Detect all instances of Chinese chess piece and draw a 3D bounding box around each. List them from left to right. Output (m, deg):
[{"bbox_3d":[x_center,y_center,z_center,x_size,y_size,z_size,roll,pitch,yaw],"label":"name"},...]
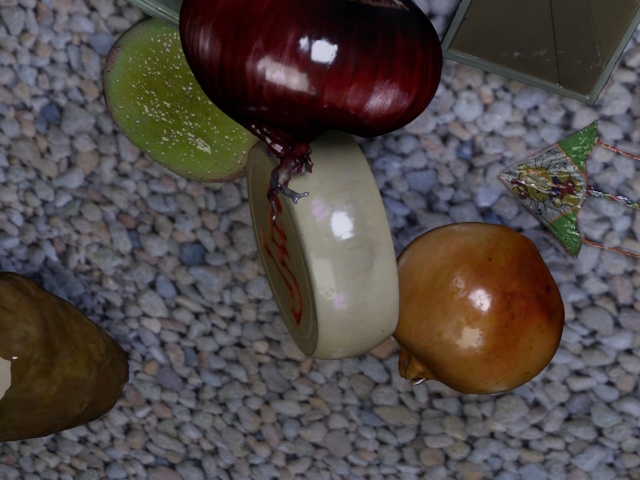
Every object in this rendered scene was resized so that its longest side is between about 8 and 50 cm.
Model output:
[{"bbox_3d":[0.000,0.000,1.774,0.102,0.273,0.273,-14,127,-13],"label":"Chinese chess piece"}]

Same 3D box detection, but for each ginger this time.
[{"bbox_3d":[-0.387,0.164,2.054,0.269,0.223,0.200,41,124,-12],"label":"ginger"}]

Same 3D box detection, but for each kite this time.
[{"bbox_3d":[0.319,-0.052,1.789,0.244,0.006,0.198,13,129,9],"label":"kite"}]

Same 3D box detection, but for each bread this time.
[{"bbox_3d":[-0.146,-0.159,1.843,0.228,0.033,0.228,9,128,11],"label":"bread"}]

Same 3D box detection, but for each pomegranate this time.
[{"bbox_3d":[0.177,0.079,1.814,0.209,0.209,0.209,9,128,12],"label":"pomegranate"}]

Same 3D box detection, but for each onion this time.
[{"bbox_3d":[-0.018,-0.166,1.631,0.273,0.273,0.285,13,96,9],"label":"onion"}]

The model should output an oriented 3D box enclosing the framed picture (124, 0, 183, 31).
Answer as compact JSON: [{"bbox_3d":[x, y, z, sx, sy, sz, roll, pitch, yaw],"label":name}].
[{"bbox_3d":[-0.232,-0.336,1.687,0.274,0.017,0.217,29,149,3],"label":"framed picture"}]

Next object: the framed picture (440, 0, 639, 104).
[{"bbox_3d":[0.245,-0.256,1.625,0.184,0.016,0.250,16,134,-7],"label":"framed picture"}]
